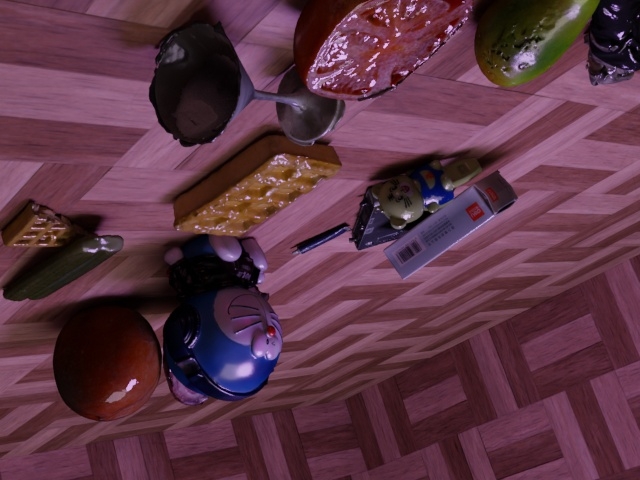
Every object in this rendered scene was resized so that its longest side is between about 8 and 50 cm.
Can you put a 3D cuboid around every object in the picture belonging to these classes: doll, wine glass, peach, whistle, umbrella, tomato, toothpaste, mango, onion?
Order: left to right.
[{"bbox_3d":[-0.451,0.263,2.011,0.252,0.252,0.252,-17,162,-5],"label":"peach"},{"bbox_3d":[-0.266,0.187,2.090,0.314,0.146,0.280,-52,154,-15],"label":"onion"},{"bbox_3d":[-0.192,0.157,1.841,0.240,0.310,0.284,-26,161,29],"label":"doll"},{"bbox_3d":[-0.082,-0.187,1.210,0.156,0.156,0.232,-31,163,34],"label":"wine glass"},{"bbox_3d":[0.000,0.000,2.036,0.140,0.021,0.037,-25,168,14],"label":"toothpaste"},{"bbox_3d":[0.067,-0.273,1.165,0.237,0.095,0.237,-22,160,-9],"label":"tomato"},{"bbox_3d":[0.204,-0.100,1.809,0.227,0.105,0.085,-25,155,-8],"label":"whistle"},{"bbox_3d":[0.290,-0.295,1.298,0.125,0.111,0.233,-17,165,-26],"label":"mango"},{"bbox_3d":[0.430,-0.327,1.339,0.106,0.113,0.358,1,166,14],"label":"umbrella"}]

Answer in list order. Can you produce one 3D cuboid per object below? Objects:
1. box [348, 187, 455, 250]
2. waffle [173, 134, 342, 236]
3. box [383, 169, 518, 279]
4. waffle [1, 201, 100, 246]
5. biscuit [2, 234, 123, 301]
[{"bbox_3d":[0.168,-0.060,1.981,0.211,0.045,0.270,-16,162,-12],"label":"box"},{"bbox_3d":[-0.112,-0.090,1.597,0.274,0.057,0.168,-31,158,34],"label":"waffle"},{"bbox_3d":[0.264,-0.032,1.930,0.269,0.079,0.135,-38,174,36],"label":"box"},{"bbox_3d":[-0.409,-0.027,1.547,0.191,0.032,0.125,-3,153,-46],"label":"waffle"},{"bbox_3d":[-0.452,0.052,1.668,0.099,0.038,0.322,-6,167,-44],"label":"biscuit"}]
